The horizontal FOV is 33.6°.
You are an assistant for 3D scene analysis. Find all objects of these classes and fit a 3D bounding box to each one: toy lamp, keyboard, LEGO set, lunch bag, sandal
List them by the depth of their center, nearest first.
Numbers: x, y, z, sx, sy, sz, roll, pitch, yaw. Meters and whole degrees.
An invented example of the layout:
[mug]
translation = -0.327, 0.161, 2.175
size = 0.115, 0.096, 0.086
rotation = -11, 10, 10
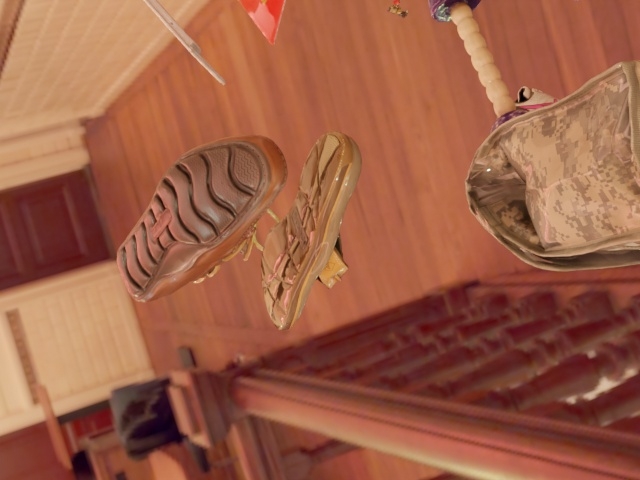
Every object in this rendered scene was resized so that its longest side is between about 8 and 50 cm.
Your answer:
[sandal]
translation = 0.000, 0.000, 0.744
size = 0.072, 0.049, 0.180
rotation = -107, 31, -41
[lunch bag]
translation = 0.304, -0.064, 1.004
size = 0.287, 0.235, 0.169
rotation = 158, 104, -67
[LEGO set]
translation = 0.067, -0.267, 1.090
size = 0.023, 0.054, 0.083
rotation = -43, 81, 28
[keyboard]
translation = -0.185, -0.262, 1.219
size = 0.256, 0.014, 0.072
rotation = 50, 179, 38
[toy lamp]
translation = 0.212, -0.259, 1.438
size = 0.080, 0.080, 0.275
rotation = 121, 133, -63

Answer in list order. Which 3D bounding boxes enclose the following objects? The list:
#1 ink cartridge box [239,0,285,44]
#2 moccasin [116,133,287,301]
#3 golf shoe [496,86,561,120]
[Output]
[ink cartridge box]
translation = -0.106, -0.399, 1.141
size = 0.261, 0.066, 0.296
rotation = 59, 149, 28
[moccasin]
translation = -0.141, -0.025, 1.402
size = 0.139, 0.147, 0.380
rotation = 62, 142, 17
[golf shoe]
translation = 0.343, -0.202, 1.626
size = 0.067, 0.186, 0.086
rotation = -21, 88, 50
